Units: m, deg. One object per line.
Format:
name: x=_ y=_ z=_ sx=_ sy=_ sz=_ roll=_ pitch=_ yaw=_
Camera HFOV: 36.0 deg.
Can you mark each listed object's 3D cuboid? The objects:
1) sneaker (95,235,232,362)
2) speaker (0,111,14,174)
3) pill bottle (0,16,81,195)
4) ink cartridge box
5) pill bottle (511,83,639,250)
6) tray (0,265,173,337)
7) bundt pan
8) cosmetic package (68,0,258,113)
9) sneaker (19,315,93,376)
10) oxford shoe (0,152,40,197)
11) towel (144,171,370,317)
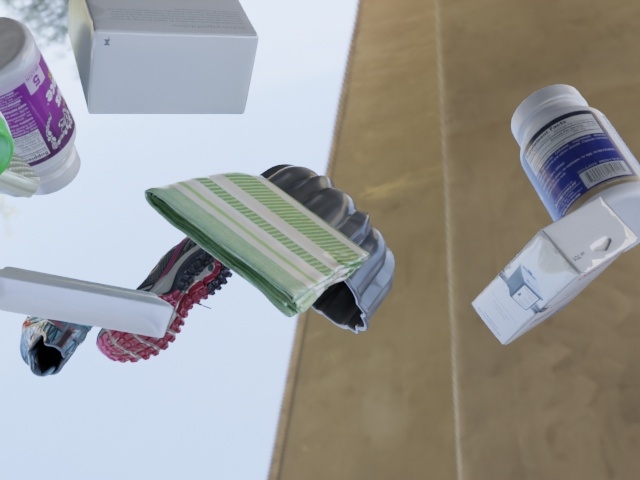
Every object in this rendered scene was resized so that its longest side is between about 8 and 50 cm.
sneaker: x=-0.293 y=0.107 z=1.829 sx=0.299 sy=0.121 sz=0.112 roll=-42 pitch=-140 yaw=-17
speaker: x=-0.513 y=-0.194 z=1.252 sx=0.131 sy=0.131 sz=0.296 roll=-34 pitch=-114 yaw=-20
pill bottle: x=-0.521 y=-0.219 z=1.692 sx=0.169 sy=0.301 sz=0.169 roll=-5 pitch=-127 yaw=6
ink cartridge box: x=0.314 y=0.043 z=1.331 sx=0.140 sy=0.190 sz=0.082 roll=-24 pitch=-112 yaw=-37
pill bottle: x=0.403 y=-0.113 z=1.526 sx=0.153 sy=0.153 sz=0.264 roll=-21 pitch=-130 yaw=3
tray: x=-0.354 y=0.086 z=1.440 sx=0.270 sy=0.145 sz=0.030 roll=11 pitch=-115 yaw=-11
bundt pan: x=0.000 y=0.000 z=1.683 sx=0.124 sy=0.331 sz=0.331 roll=-44 pitch=-146 yaw=-17
cosmetic package: x=-0.232 y=-0.293 z=1.406 sx=0.224 sy=0.138 sz=0.224 roll=-3 pitch=-140 yaw=-21
sneaker: x=-0.514 y=0.196 z=1.821 sx=0.262 sy=0.104 sz=0.125 roll=-38 pitch=-158 yaw=50
oxford shoe: x=-0.607 y=-0.126 z=1.347 sx=0.169 sy=0.449 sz=0.130 roll=39 pitch=-73 yaw=49
towel: x=-0.073 y=-0.009 z=1.351 sx=0.038 sy=0.248 sz=0.325 roll=-56 pitch=170 yaw=19
